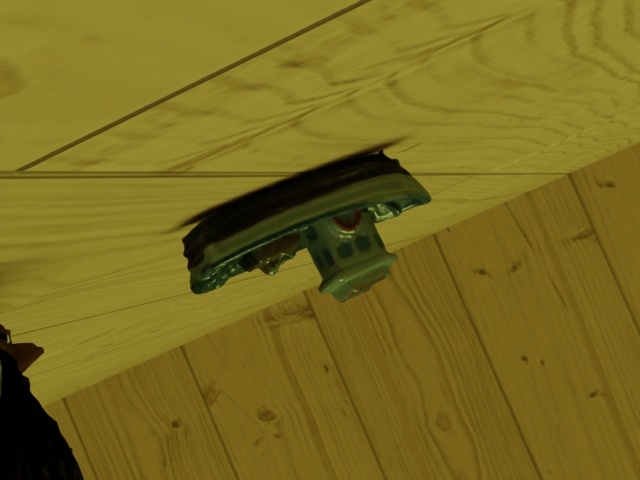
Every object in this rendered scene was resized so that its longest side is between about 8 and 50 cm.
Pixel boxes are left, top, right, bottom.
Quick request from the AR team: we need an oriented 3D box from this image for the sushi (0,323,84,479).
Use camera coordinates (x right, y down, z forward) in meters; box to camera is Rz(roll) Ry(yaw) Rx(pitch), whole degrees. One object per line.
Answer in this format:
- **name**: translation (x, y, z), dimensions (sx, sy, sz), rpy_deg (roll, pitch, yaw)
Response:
- **sushi**: translation (-0.210, 0.204, 0.604), dimensions (0.234, 0.348, 0.207), rpy_deg (11, -160, 7)

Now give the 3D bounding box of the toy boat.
- **toy boat**: translation (0.000, 0.000, 0.738), dimensions (0.140, 0.066, 0.059), rpy_deg (-23, 173, -28)
